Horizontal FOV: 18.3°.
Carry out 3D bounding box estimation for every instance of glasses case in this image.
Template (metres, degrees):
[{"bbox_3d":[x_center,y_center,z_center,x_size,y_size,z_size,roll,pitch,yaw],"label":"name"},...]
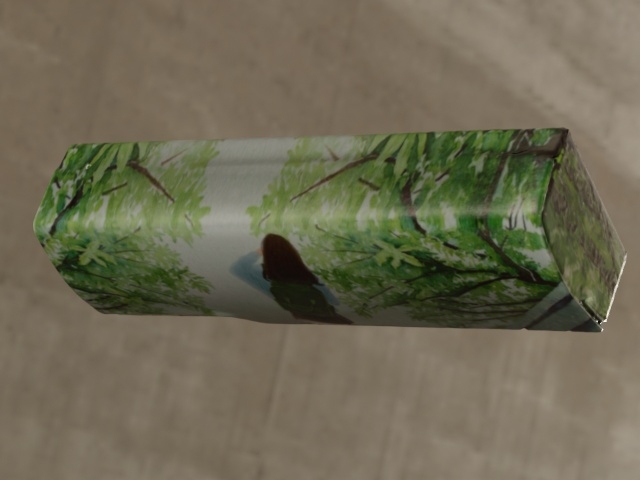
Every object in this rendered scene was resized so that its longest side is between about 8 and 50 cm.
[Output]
[{"bbox_3d":[0.000,0.000,0.950,0.272,0.062,0.095,-1,-39,30],"label":"glasses case"}]
